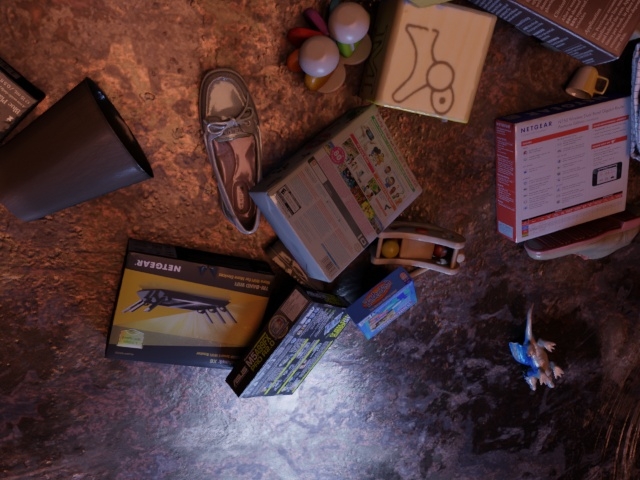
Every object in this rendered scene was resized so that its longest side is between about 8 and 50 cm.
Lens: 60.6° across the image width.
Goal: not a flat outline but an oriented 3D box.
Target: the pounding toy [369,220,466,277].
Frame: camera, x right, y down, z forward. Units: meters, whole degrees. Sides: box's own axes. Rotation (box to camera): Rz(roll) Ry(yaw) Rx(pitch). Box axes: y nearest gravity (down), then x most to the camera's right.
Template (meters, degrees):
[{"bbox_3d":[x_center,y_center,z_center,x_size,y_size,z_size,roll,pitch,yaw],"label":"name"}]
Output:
[{"bbox_3d":[0.237,0.047,1.273,0.270,0.154,0.154,2,109,-19],"label":"pounding toy"}]

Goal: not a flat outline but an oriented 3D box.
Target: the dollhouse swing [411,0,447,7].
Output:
[{"bbox_3d":[0.180,-0.605,0.814,0.305,0.315,0.346,28,71,-45],"label":"dollhouse swing"}]

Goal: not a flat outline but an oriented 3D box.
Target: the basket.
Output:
[{"bbox_3d":[-0.451,-0.144,0.967,0.227,0.154,0.204,-29,123,-3],"label":"basket"}]

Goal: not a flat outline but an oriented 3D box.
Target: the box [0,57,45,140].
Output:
[{"bbox_3d":[-0.583,-0.238,0.913,0.158,0.093,0.156,-45,118,3],"label":"box"}]

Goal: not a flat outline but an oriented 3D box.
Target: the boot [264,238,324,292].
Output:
[{"bbox_3d":[0.002,0.001,1.229,0.208,0.076,0.189,-48,120,-4],"label":"boot"}]

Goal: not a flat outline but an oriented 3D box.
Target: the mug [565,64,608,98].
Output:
[{"bbox_3d":[0.632,-0.375,1.298,0.078,0.062,0.064,23,93,-2],"label":"mug"}]

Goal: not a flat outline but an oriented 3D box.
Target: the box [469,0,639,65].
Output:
[{"bbox_3d":[0.434,-0.514,1.057,0.381,0.143,0.191,28,102,-3],"label":"box"}]

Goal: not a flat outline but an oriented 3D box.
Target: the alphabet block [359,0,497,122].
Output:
[{"bbox_3d":[0.198,-0.351,1.067,0.193,0.193,0.197,11,107,-8],"label":"alphabet block"}]

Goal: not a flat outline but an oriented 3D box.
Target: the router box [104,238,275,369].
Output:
[{"bbox_3d":[-0.278,0.145,1.174,0.309,0.081,0.242,11,107,-22],"label":"router box"}]

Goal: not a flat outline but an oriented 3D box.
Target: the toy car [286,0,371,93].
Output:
[{"bbox_3d":[0.010,-0.383,1.049,0.136,0.159,0.182,43,93,9],"label":"toy car"}]

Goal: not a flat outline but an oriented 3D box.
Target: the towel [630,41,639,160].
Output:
[{"bbox_3d":[0.834,-0.350,1.296,0.235,0.121,0.283,-30,120,-35],"label":"towel"}]

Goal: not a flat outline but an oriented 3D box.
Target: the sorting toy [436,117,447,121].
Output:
[{"bbox_3d":[0.279,-0.300,1.196,0.045,0.075,0.083,6,108,-21],"label":"sorting toy"}]

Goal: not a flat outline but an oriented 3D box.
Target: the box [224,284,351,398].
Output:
[{"bbox_3d":[-0.060,0.234,1.234,0.270,0.060,0.216,-53,150,10],"label":"box"}]

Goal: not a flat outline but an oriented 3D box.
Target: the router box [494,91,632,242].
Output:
[{"bbox_3d":[0.599,-0.182,1.350,0.336,0.082,0.301,-15,114,-13],"label":"router box"}]

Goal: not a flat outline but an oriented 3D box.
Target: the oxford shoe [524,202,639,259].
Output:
[{"bbox_3d":[0.695,0.008,1.439,0.348,0.123,0.130,-14,123,-11],"label":"oxford shoe"}]

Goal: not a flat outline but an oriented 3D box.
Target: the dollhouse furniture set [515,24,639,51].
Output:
[{"bbox_3d":[0.589,-0.536,1.205,0.259,0.135,0.262,25,100,-14],"label":"dollhouse furniture set"}]

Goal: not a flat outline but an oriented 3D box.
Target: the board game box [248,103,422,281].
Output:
[{"bbox_3d":[0.040,-0.100,1.117,0.303,0.097,0.224,-42,113,-21],"label":"board game box"}]

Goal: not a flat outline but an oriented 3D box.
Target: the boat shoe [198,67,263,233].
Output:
[{"bbox_3d":[-0.166,-0.172,1.076,0.118,0.103,0.320,-9,113,-16],"label":"boat shoe"}]

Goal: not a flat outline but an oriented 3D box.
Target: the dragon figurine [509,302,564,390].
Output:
[{"bbox_3d":[0.593,0.311,1.538,0.085,0.144,0.289,-27,97,-6],"label":"dragon figurine"}]

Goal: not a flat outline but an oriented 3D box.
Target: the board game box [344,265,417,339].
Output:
[{"bbox_3d":[0.147,0.151,1.276,0.160,0.047,0.210,-38,157,-3],"label":"board game box"}]
